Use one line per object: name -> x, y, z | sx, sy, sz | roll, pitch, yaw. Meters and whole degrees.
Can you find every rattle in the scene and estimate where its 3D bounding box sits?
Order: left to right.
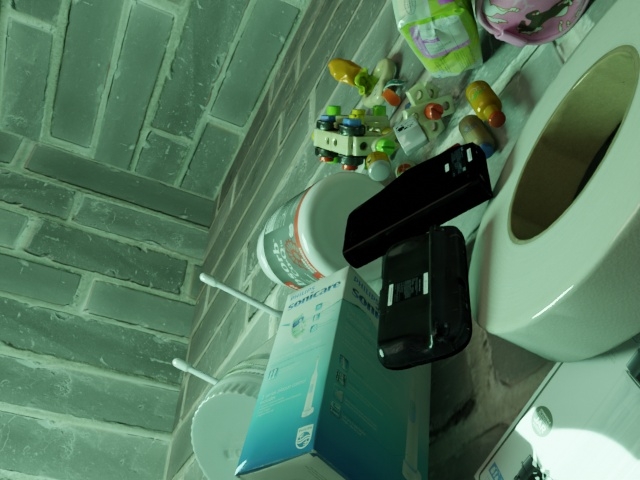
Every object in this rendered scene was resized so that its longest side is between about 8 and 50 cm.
rattle -> 0.108, -0.380, 1.405 | 0.130, 0.142, 0.200 | -43, 22, 21

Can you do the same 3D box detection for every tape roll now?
tape roll -> 0.267, -0.076, 0.580 | 0.392, 0.072, 0.392 | -156, 90, -89

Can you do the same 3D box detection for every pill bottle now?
pill bottle -> 0.000, 0.000, 1.237 | 0.363, 0.210, 0.210 | 158, 128, -67

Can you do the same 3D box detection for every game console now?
game console -> 0.113, 0.015, 0.740 | 0.213, 0.044, 0.361 | -30, 27, 28

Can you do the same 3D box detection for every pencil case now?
pencil case -> 0.294, -0.464, 0.911 | 0.167, 0.160, 0.386 | 61, -156, -48

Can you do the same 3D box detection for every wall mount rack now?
wall mount rack -> -0.105, 0.203, 1.174 | 0.350, 0.304, 0.130 | -69, 29, 20

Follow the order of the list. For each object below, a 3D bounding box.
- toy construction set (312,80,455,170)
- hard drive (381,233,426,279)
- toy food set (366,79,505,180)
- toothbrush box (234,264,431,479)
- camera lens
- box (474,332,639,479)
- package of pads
toy construction set -> 0.107, -0.208, 1.178 | 0.327, 0.215, 0.151 | -179, 84, -65
hard drive -> 0.154, 0.032, 0.880 | 0.022, 0.135, 0.094 | 130, 153, -51
toy food set -> 0.188, -0.138, 0.953 | 0.232, 0.111, 0.104 | -30, 34, 16
toothbrush box -> 0.037, 0.216, 0.794 | 0.126, 0.216, 0.295 | -27, 30, 31
camera lens -> -0.046, 0.269, 0.970 | 0.274, 0.219, 0.219 | -30, -29, -60
box -> 0.264, 0.172, 0.508 | 0.169, 0.087, 0.290 | -106, 38, -59
package of pads -> 0.179, -0.395, 0.938 | 0.296, 0.101, 0.229 | -2, -98, -69
